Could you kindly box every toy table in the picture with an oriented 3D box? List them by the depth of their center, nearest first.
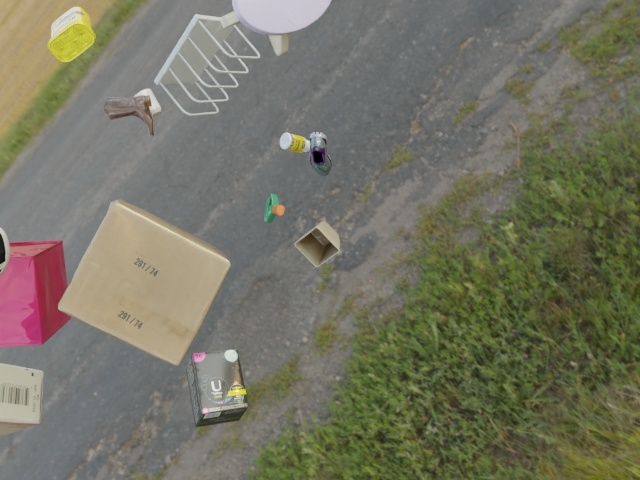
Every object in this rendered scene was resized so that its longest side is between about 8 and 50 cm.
[{"bbox_3d":[-0.118,-0.598,1.389,0.275,0.252,0.161,-20,15,-27],"label":"toy table"}]

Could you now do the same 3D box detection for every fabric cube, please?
[{"bbox_3d":[-0.911,0.149,1.636,0.254,0.259,0.257,-118,26,-78],"label":"fabric cube"}]

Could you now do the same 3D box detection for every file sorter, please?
[{"bbox_3d":[-0.363,-0.559,1.818,0.278,0.173,0.193,-43,-9,32],"label":"file sorter"}]

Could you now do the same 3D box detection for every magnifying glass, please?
[{"bbox_3d":[-0.138,-0.094,1.673,0.231,0.026,0.092,-160,81,-77],"label":"magnifying glass"}]

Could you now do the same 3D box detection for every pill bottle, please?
[{"bbox_3d":[-0.094,-0.374,2.155,0.065,0.116,0.065,-6,82,47],"label":"pill bottle"}]

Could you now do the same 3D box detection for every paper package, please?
[{"bbox_3d":[-0.429,0.103,1.398,0.309,0.325,0.168,-63,11,-2],"label":"paper package"}]

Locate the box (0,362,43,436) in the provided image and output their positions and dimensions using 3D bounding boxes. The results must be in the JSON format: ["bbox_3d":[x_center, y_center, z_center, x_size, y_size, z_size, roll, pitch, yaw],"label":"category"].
[{"bbox_3d":[-0.766,0.372,1.253,0.233,0.149,0.126,-23,61,20],"label":"box"}]

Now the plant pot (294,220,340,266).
[{"bbox_3d":[0.000,0.000,1.809,0.109,0.109,0.096,-36,14,30],"label":"plant pot"}]

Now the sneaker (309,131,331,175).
[{"bbox_3d":[-0.009,-0.292,2.053,0.083,0.223,0.098,-1,57,10],"label":"sneaker"}]

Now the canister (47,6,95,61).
[{"bbox_3d":[-0.718,-0.598,1.610,0.126,0.073,0.169,-35,43,5],"label":"canister"}]

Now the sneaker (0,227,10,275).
[{"bbox_3d":[-0.750,0.077,1.207,0.121,0.079,0.216,-99,30,-76],"label":"sneaker"}]

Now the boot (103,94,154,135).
[{"bbox_3d":[-0.478,-0.308,1.395,0.037,0.114,0.106,-168,69,-68],"label":"boot"}]

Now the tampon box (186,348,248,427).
[{"bbox_3d":[-0.265,0.374,1.422,0.101,0.121,0.160,-59,41,47],"label":"tampon box"}]

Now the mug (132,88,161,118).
[{"bbox_3d":[-0.450,-0.353,1.468,0.062,0.064,0.078,-37,2,10],"label":"mug"}]
